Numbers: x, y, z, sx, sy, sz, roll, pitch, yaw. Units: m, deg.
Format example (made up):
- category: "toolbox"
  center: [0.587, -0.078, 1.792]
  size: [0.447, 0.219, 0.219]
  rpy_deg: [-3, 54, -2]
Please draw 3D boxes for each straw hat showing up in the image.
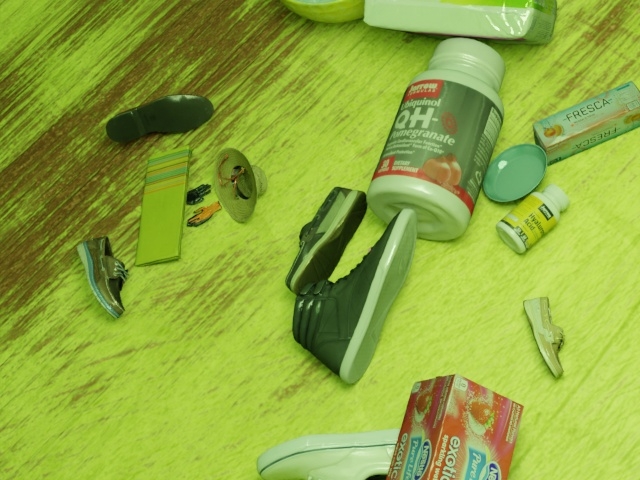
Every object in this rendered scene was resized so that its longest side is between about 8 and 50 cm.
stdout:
- category: "straw hat"
  center: [-0.132, -0.108, 1.757]
  size: [0.061, 0.144, 0.144]
  rpy_deg: [-13, 49, -37]

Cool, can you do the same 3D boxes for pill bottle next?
- category: "pill bottle"
  center: [0.348, -0.038, 1.568]
  size: [0.116, 0.065, 0.065]
  rpy_deg: [-41, 59, -6]
- category: "pill bottle"
  center: [0.207, -0.176, 1.621]
  size: [0.176, 0.176, 0.318]
  rpy_deg: [12, 67, 23]

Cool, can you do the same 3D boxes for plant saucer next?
- category: "plant saucer"
  center: [0.331, -0.109, 1.618]
  size: [0.119, 0.021, 0.119]
  rpy_deg: [-26, 43, 27]

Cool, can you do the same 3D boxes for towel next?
- category: "towel"
  center: [-0.294, -0.065, 1.810]
  size: [0.102, 0.021, 0.237]
  rpy_deg: [-13, 60, 27]

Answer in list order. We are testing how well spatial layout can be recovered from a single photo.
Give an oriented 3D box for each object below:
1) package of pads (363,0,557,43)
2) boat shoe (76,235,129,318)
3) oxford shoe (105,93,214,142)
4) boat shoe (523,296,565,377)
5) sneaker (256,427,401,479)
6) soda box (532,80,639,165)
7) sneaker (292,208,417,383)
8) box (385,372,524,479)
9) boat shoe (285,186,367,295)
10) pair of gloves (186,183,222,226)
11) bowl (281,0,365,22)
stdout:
- category: "package of pads"
  center: [0.254, -0.406, 1.705]
  size: [0.297, 0.229, 0.101]
  rpy_deg: [11, 102, 23]
- category: "boat shoe"
  center: [-0.387, 0.060, 1.750]
  size: [0.066, 0.066, 0.183]
  rpy_deg: [-31, 58, -1]
- category: "oxford shoe"
  center: [-0.314, -0.250, 1.895]
  size: [0.212, 0.076, 0.076]
  rpy_deg: [-10, 20, 1]
- category: "boat shoe"
  center: [0.351, 0.144, 1.478]
  size: [0.045, 0.050, 0.135]
  rpy_deg: [-22, 58, 12]
- category: "sneaker"
  center: [0.028, 0.345, 1.449]
  size: [0.258, 0.094, 0.091]
  rpy_deg: [-11, 56, 11]
- category: "soda box"
  center: [0.454, -0.197, 1.619]
  size: [0.183, 0.063, 0.058]
  rpy_deg: [-23, 58, 5]
- category: "sneaker"
  center: [0.047, 0.068, 1.552]
  size: [0.147, 0.104, 0.295]
  rpy_deg: [24, 93, 26]
- category: "box"
  center: [0.180, 0.332, 1.364]
  size: [0.128, 0.123, 0.256]
  rpy_deg: [27, 67, -17]
- category: "boat shoe"
  center: [0.000, -0.001, 1.657]
  size: [0.073, 0.080, 0.223]
  rpy_deg: [21, 66, 32]
- category: "pair of gloves"
  center: [-0.227, -0.066, 1.799]
  size: [0.074, 0.010, 0.083]
  rpy_deg: [-31, 55, 2]
- category: "bowl"
  center: [0.046, -0.520, 1.867]
  size: [0.290, 0.156, 0.289]
  rpy_deg: [-8, 60, 14]
